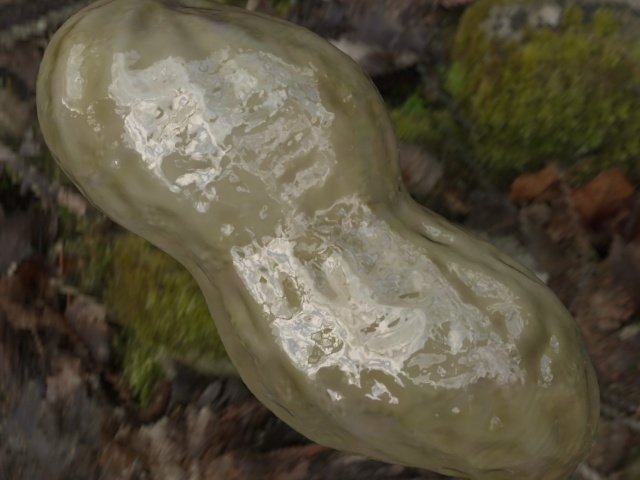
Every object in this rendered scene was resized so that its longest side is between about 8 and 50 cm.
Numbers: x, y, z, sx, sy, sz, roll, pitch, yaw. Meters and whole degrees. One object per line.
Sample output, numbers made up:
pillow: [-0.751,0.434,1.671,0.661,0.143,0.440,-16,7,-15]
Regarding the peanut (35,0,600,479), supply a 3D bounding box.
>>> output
peanut: [0.000,0.000,0.513,0.082,0.082,0.187,-40,86,-17]
